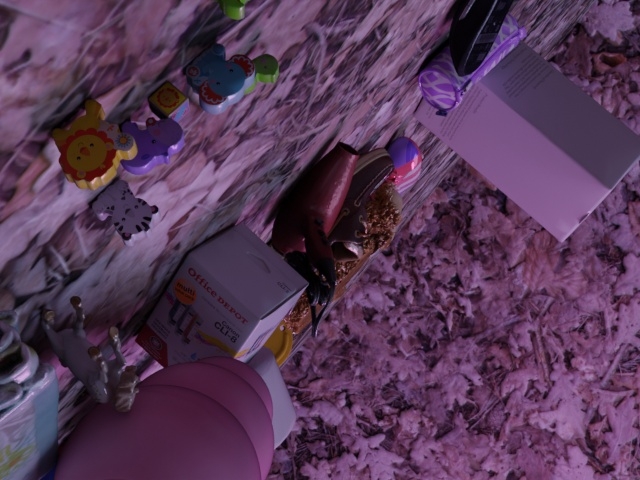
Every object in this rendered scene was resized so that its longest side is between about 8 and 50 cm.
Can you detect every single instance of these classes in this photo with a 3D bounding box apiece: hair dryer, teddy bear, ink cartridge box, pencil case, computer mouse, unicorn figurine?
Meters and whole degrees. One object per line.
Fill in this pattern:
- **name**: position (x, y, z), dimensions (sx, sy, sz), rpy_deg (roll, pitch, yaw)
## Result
- **hair dryer**: position (0.000, 0.000, 1.271), dimensions (0.224, 0.080, 0.293), rpy_deg (-8, -116, 56)
- **teddy bear**: position (0.030, 0.020, 1.687), dimensions (0.338, 0.113, 0.245), rpy_deg (-47, 166, -5)
- **ink cartridge box**: position (-0.128, 0.092, 1.172), dimensions (0.176, 0.128, 0.127), rpy_deg (-54, 170, 32)
- **pencil case**: position (0.246, -0.297, 1.474), dimensions (0.206, 0.088, 0.086), rpy_deg (-48, 130, -26)
- **computer mouse**: position (0.268, -0.378, 1.346), dimensions (0.184, 0.060, 0.262), rpy_deg (-30, 149, -53)
- **unicorn figurine**: position (-0.225, 0.104, 0.858), dimensions (0.060, 0.162, 0.111), rpy_deg (-19, 142, -23)

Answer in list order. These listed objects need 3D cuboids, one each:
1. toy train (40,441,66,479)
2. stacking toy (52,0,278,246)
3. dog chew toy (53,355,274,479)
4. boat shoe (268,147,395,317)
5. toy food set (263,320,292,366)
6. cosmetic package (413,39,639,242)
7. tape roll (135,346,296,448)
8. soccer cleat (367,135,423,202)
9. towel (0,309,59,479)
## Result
- **toy train**: position (-0.378, 0.399, 1.230), dimensions (0.248, 0.143, 0.105), rpy_deg (-38, 166, -52)
- **stacking toy**: position (-0.102, -0.101, 0.695), dimensions (0.221, 0.052, 0.167), rpy_deg (-47, 172, -15)
- **dog chew toy**: position (-0.143, 0.225, 0.974), dimensions (0.206, 0.207, 0.332), rpy_deg (-52, 179, 19)
- **boat shoe**: position (0.024, -0.011, 1.510), dimensions (0.342, 0.123, 0.123), rpy_deg (-45, 171, -21)
- **toy food set**: position (-0.154, 0.223, 1.759), dimensions (0.218, 0.128, 0.071), rpy_deg (-43, -166, -29)
- **cosmetic package**: position (0.370, -0.197, 1.615), dimensions (0.155, 0.365, 0.197), rpy_deg (-44, 171, -30)
- **tape roll**: position (-0.181, 0.254, 1.271), dimensions (0.286, 0.100, 0.286), rpy_deg (-19, -169, 4)
- **soccer cleat**: position (0.125, -0.111, 1.755), dimensions (0.095, 0.083, 0.248), rpy_deg (-39, 170, -30)
- **towel**: position (-0.365, 0.230, 0.743), dimensions (0.320, 0.090, 0.374), rpy_deg (-41, 169, -30)
